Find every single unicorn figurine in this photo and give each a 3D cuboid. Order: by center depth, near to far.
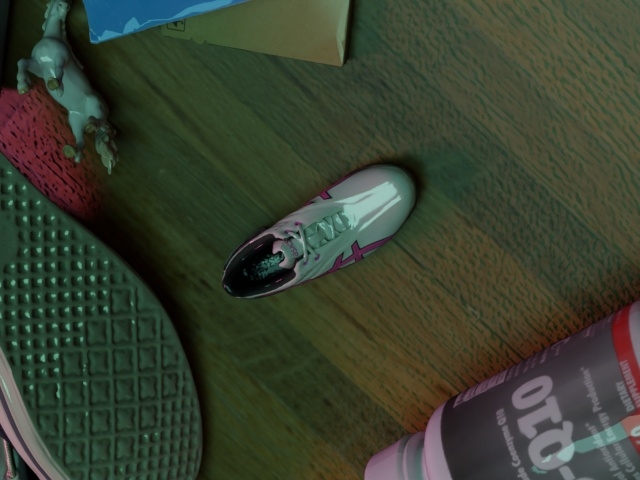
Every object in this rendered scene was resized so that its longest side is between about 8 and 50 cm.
[{"bbox_3d":[-0.215,-0.140,1.648,0.060,0.111,0.162,-9,119,10],"label":"unicorn figurine"}]

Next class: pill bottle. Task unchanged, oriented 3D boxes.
[{"bbox_3d":[0.187,0.176,1.583,0.283,0.161,0.161,-31,96,24],"label":"pill bottle"}]

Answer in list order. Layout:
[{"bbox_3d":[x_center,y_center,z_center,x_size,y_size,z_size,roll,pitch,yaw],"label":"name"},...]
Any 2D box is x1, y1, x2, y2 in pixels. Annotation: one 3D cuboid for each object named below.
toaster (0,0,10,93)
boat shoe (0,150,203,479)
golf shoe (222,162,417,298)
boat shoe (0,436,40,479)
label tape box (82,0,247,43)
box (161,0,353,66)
[{"bbox_3d":[-0.352,-0.207,1.655,0.168,0.110,0.185,15,111,12],"label":"toaster"},{"bbox_3d":[-0.277,0.053,1.668,0.156,0.187,0.500,-2,133,52],"label":"boat shoe"},{"bbox_3d":[0.000,0.000,1.627,0.186,0.086,0.067,-32,95,23],"label":"golf shoe"},{"bbox_3d":[-0.243,0.277,1.771,0.130,0.132,0.355,-26,99,24],"label":"boat shoe"},{"bbox_3d":[-0.135,-0.347,1.517,0.249,0.115,0.347,-12,94,21],"label":"label tape box"},{"bbox_3d":[-0.046,-0.252,1.592,0.164,0.021,0.201,11,110,14],"label":"box"}]
